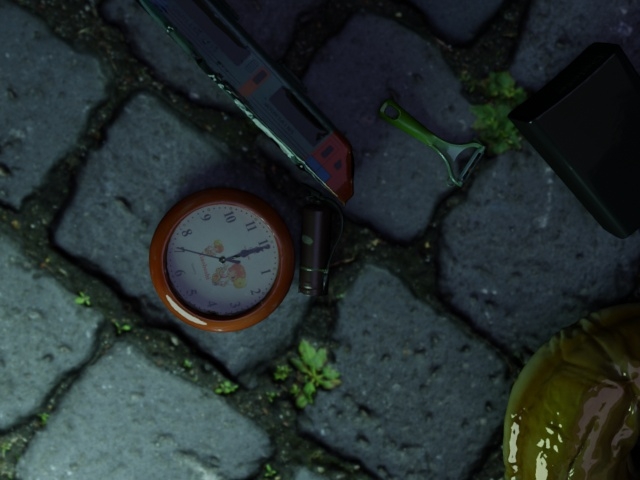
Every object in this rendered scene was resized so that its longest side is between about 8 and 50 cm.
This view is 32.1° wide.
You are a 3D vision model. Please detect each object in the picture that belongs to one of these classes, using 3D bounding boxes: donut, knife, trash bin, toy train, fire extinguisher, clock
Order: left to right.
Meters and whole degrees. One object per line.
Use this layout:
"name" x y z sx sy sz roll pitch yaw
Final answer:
"clock" -0.137 0.028 1.561 0.205 0.051 0.205 -1 98 -6
"toy train" -0.086 -0.217 1.510 0.089 0.086 0.409 -45 101 0
"fire extinguisher" 0.000 0.000 1.570 0.078 0.045 0.157 8 99 32
"knife" 0.150 -0.144 1.578 0.166 0.022 0.078 32 88 -12
"trash bin" 0.403 -0.137 1.563 0.165 0.115 0.225 -40 103 2
"donut" 0.468 0.300 1.597 0.448 0.198 0.449 -1 100 -7
